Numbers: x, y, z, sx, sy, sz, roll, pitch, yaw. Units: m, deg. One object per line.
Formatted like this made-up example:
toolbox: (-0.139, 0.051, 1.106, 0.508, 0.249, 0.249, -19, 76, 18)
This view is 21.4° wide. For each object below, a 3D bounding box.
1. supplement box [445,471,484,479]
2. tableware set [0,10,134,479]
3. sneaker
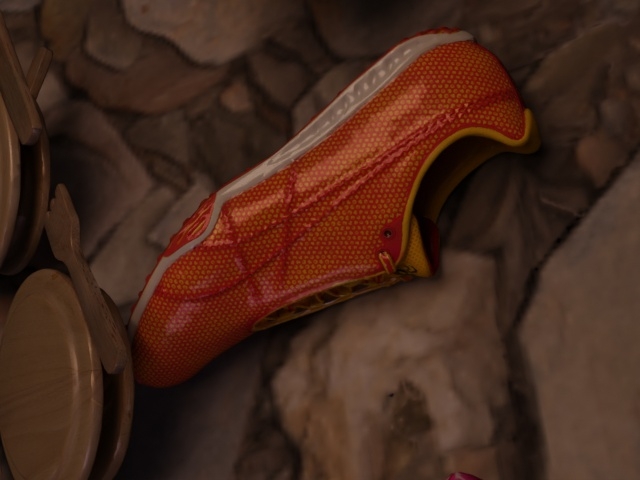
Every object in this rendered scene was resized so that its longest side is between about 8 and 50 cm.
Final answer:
supplement box: (0.105, 0.171, 0.444, 0.220, 0.111, 0.114, 36, 91, 34)
tableware set: (-0.106, 0.015, 0.644, 0.128, 0.039, 0.194, -59, 43, 37)
sneaker: (0.000, 0.000, 0.596, 0.175, 0.064, 0.067, -41, 75, 15)
